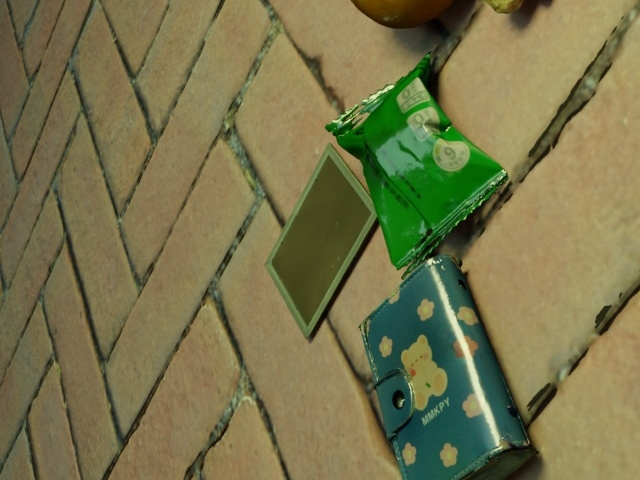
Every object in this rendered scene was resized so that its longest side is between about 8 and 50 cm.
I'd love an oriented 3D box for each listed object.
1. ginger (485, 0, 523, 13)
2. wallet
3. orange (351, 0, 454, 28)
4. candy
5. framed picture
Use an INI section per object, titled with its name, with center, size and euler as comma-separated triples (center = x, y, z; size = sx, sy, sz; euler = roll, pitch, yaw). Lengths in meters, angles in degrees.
[ginger]
center = 0.185, -0.321, 0.885
size = 0.193, 0.052, 0.176
euler = -58, 38, 21
[wallet]
center = 0.106, 0.133, 0.863
size = 0.141, 0.059, 0.202
euler = -50, 44, 39
[orange]
center = 0.082, -0.293, 0.959
size = 0.156, 0.124, 0.156
euler = -21, 63, 49
[candy]
center = 0.085, -0.082, 0.941
size = 0.141, 0.078, 0.203
euler = -52, 48, 34
[framed picture]
center = 0.000, 0.000, 1.096
size = 0.183, 0.011, 0.142
euler = -61, 38, 25
